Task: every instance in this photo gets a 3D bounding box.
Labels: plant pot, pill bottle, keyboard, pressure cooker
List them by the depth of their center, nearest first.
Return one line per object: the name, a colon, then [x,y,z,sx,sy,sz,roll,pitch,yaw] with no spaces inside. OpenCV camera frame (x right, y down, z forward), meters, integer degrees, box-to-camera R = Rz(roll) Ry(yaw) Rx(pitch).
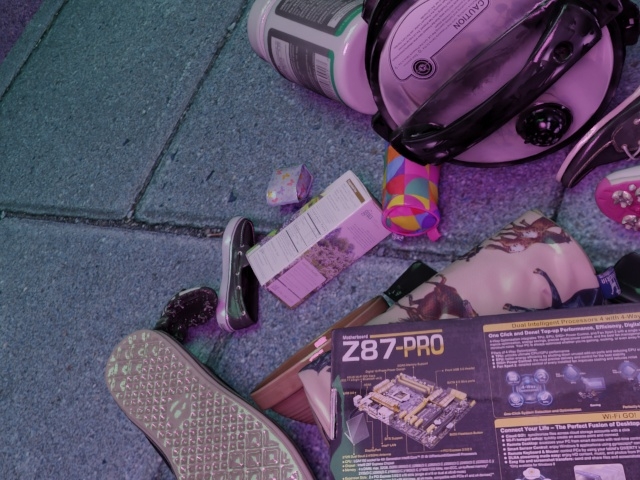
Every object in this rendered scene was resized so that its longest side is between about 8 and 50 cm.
plant pot: [0.025,0.189,1.093,0.237,0.237,0.109,-38,87,8]
pressure cooker: [0.253,-0.316,1.115,0.376,0.369,0.420,2,49,8]
keyboard: [0.169,0.107,1.146,0.108,0.023,0.180,-45,42,-8]
pill bottle: [0.017,-0.391,1.495,0.204,0.204,0.361,-50,44,-4]

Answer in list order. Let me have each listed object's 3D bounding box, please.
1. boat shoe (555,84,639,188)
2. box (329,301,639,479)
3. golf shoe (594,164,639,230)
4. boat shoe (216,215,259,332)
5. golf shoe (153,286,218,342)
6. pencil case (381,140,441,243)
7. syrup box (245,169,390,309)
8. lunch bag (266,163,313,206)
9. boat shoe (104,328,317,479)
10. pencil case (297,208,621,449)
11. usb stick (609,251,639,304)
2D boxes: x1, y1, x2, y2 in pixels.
boat shoe: [0.442,-0.151,1.091,0.233,0.084,0.079,-41,69,13]
box: [0.205,0.221,0.707,0.395,0.097,0.318,-7,57,10]
golf shoe: [0.516,-0.078,0.972,0.306,0.115,0.140,0,49,30]
boat shoe: [-0.134,0.054,1.374,0.076,0.080,0.228,-10,55,24]
golf shoe: [-0.241,0.114,1.376,0.198,0.077,0.093,-37,26,43]
pencil case: [0.153,-0.113,1.267,0.105,0.104,0.236,-15,52,29]
syrup box: [0.000,0.000,1.299,0.237,0.093,0.096,-39,43,7]
lunch bag: [-0.060,-0.098,1.448,0.071,0.053,0.083,-10,44,29]
boat shoe: [-0.141,0.321,1.134,0.187,0.156,0.500,-47,55,-7]
pencil case: [0.164,0.137,0.937,0.410,0.160,0.183,-33,80,-11]
usb stick: [0.471,0.091,0.913,0.077,0.045,0.278,-47,43,-12]
